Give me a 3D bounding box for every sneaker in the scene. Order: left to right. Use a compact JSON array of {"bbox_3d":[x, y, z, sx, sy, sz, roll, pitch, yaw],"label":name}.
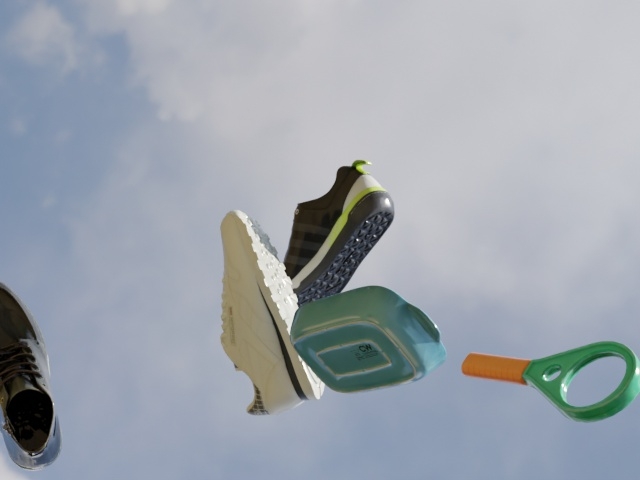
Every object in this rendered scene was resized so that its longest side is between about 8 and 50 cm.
[{"bbox_3d":[-0.327,0.133,1.557,0.118,0.083,0.222,124,-55,-70],"label":"sneaker"},{"bbox_3d":[-0.077,0.082,1.630,0.095,0.090,0.235,-20,-93,18],"label":"sneaker"},{"bbox_3d":[0.000,0.000,1.741,0.234,0.084,0.097,-48,-120,23],"label":"sneaker"}]

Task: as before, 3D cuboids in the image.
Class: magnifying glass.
[{"bbox_3d":[0.235,0.139,1.500,0.231,0.026,0.092,1,-132,53],"label":"magnifying glass"}]

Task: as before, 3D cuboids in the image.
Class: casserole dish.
[{"bbox_3d":[0.040,0.105,1.430,0.188,0.114,0.037,-19,-152,49],"label":"casserole dish"}]
